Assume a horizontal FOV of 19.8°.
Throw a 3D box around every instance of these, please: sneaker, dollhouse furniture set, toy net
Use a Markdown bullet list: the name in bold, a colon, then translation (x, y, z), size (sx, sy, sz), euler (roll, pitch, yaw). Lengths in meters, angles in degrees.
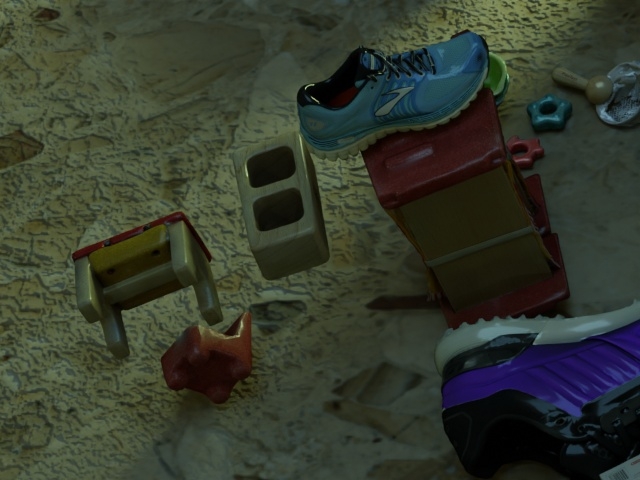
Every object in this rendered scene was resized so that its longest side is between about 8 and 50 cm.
- **sneaker**: translation (0.235, 0.126, 1.413), size (0.293, 0.102, 0.146), euler (-12, 50, 15)
- **sneaker**: translation (0.055, -0.121, 1.427), size (0.162, 0.073, 0.063), euler (-25, 45, 3)
- **dollhouse furniture set**: translation (0.000, 0.000, 1.541), size (0.374, 0.201, 0.152), euler (-20, 45, 9)
- **toy net**: translation (0.222, -0.127, 1.680), size (0.232, 0.045, 0.122), euler (-6, 47, 13)

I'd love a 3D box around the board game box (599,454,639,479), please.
- **board game box**: translation (0.283, 0.175, 1.338), size (0.154, 0.103, 0.026), euler (-26, 46, -5)
